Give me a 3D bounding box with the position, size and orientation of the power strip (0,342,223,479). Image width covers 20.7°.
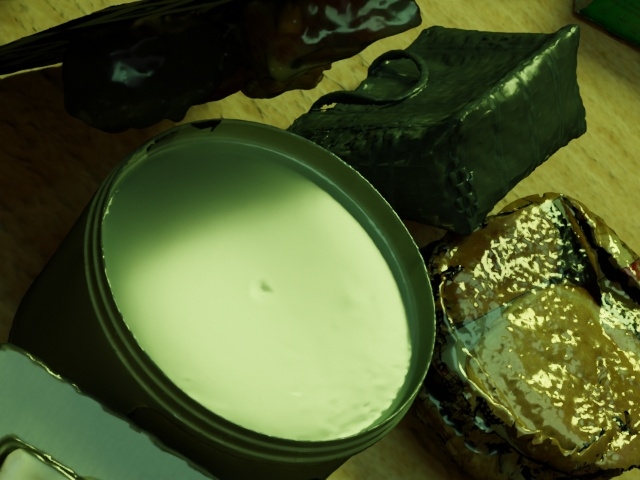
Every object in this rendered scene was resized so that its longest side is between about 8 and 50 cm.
[{"bbox_3d":[-0.141,0.223,0.934,0.251,0.092,0.257,37,66,-14],"label":"power strip"}]

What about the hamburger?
[{"bbox_3d":[0.153,0.079,1.225,0.231,0.107,0.231,15,56,-24],"label":"hamburger"}]

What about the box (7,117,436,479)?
[{"bbox_3d":[-0.061,0.056,1.070,0.226,0.149,0.226,16,52,-22],"label":"box"}]

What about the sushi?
[{"bbox_3d":[-0.073,-0.109,1.087,0.359,0.343,0.064,-17,95,-40],"label":"sushi"}]

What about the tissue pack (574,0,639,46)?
[{"bbox_3d":[0.356,-0.246,1.554,0.209,0.148,0.156,26,49,-15],"label":"tissue pack"}]

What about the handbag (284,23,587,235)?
[{"bbox_3d":[0.081,-0.092,1.275,0.270,0.175,0.088,-39,128,-43],"label":"handbag"}]
